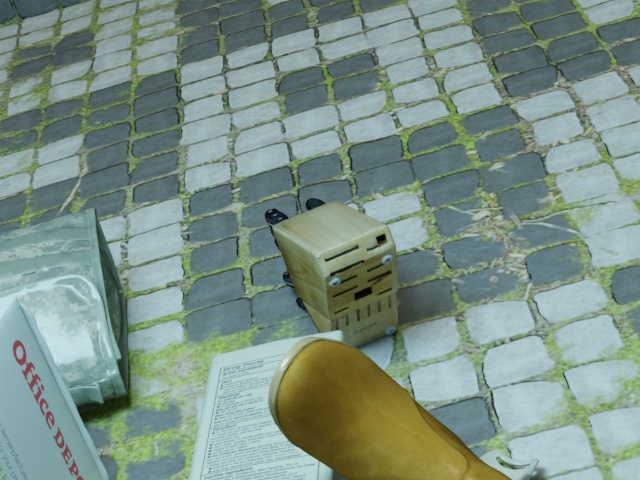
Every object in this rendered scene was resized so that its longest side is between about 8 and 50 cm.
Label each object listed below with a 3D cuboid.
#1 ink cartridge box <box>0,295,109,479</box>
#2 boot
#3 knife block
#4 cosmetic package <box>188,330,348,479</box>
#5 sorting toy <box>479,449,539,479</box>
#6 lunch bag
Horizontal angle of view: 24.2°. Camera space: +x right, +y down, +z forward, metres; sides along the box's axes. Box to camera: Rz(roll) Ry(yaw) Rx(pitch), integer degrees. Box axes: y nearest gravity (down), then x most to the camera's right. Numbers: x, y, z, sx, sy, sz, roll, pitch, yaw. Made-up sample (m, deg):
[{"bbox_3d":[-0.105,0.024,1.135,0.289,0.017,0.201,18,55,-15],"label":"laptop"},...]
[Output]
[{"bbox_3d":[-0.373,0.277,1.427,0.160,0.279,0.385,-7,30,19],"label":"ink cartridge box"},{"bbox_3d":[0.097,0.192,1.300,0.211,0.295,0.104,25,78,37],"label":"boot"},{"bbox_3d":[0.000,0.000,1.748,0.088,0.276,0.242,-24,59,-11],"label":"knife block"},{"bbox_3d":[-0.036,0.233,1.471,0.153,0.129,0.296,-12,30,12],"label":"cosmetic package"},{"bbox_3d":[0.175,0.229,1.457,0.083,0.045,0.075,7,30,37],"label":"sorting toy"},{"bbox_3d":[-0.360,0.112,1.818,0.235,0.169,0.287,-15,35,-2],"label":"lunch bag"}]
